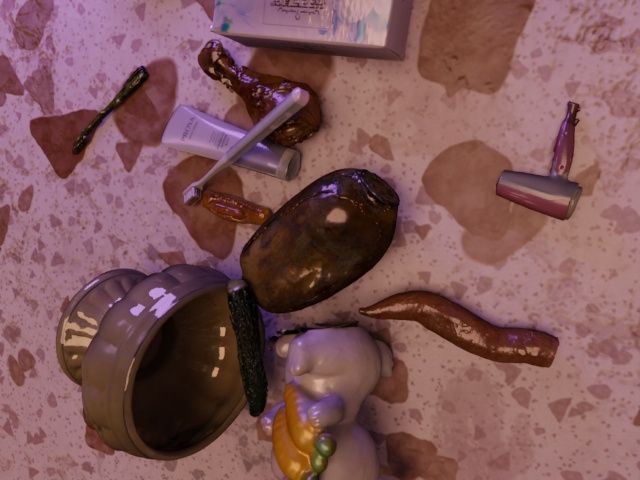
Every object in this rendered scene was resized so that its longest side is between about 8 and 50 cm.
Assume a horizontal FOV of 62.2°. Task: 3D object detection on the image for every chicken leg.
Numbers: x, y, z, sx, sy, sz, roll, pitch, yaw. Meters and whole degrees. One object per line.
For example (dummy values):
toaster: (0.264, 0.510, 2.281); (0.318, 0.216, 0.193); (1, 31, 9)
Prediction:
chicken leg: (-0.100, -0.239, 0.850); (0.251, 0.087, 0.107); (41, 100, 18)

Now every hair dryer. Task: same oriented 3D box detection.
hair dryer: (0.320, -0.115, 0.731); (0.106, 0.054, 0.154); (25, 95, 20)

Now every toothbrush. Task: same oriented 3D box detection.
toothbrush: (-0.131, -0.137, 0.829); (0.342, 0.025, 0.030); (-31, 55, 42)

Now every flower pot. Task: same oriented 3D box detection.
flower pot: (-0.268, 0.178, 0.861); (0.244, 0.307, 0.307); (13, 102, 35)

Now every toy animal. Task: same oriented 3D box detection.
toy animal: (0.017, 0.278, 0.796); (0.182, 0.247, 0.310); (-17, 75, 38)

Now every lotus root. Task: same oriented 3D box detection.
lotus root: (0.000, 0.000, 0.801); (0.275, 0.152, 0.160); (-37, 87, 29)

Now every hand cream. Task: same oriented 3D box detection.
hand cream: (-0.154, -0.161, 0.890); (0.255, 0.048, 0.079); (21, 81, 16)

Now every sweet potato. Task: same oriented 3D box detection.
sweet potato: (0.200, 0.124, 0.791); (0.281, 0.059, 0.067); (19, 90, 16)

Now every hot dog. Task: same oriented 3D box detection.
hot dog: (-0.148, -0.052, 0.915); (0.137, 0.028, 0.044); (19, 110, 16)

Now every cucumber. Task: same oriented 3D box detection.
cucumber: (-0.111, 0.175, 0.830); (0.044, 0.043, 0.257); (-11, 117, -13)

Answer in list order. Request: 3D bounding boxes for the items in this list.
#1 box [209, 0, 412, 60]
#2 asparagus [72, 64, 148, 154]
box: (-0.005, -0.384, 0.771); (0.274, 0.116, 0.203); (13, 102, 18)
asparagus: (-0.400, -0.238, 0.988); (0.233, 0.023, 0.022); (-39, 39, 20)
